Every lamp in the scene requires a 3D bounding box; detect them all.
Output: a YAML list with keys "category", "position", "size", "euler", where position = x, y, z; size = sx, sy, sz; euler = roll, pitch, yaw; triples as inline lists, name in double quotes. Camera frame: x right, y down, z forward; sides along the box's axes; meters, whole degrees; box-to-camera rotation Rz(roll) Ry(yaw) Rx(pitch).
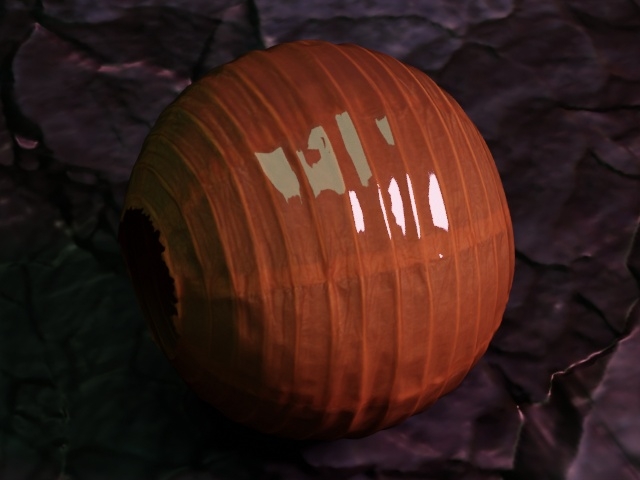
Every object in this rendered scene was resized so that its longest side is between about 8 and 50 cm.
- category: "lamp"
  position: [0.000, 0.000, 0.663]
  size: [0.136, 0.136, 0.136]
  euler: [-3, 44, 3]
